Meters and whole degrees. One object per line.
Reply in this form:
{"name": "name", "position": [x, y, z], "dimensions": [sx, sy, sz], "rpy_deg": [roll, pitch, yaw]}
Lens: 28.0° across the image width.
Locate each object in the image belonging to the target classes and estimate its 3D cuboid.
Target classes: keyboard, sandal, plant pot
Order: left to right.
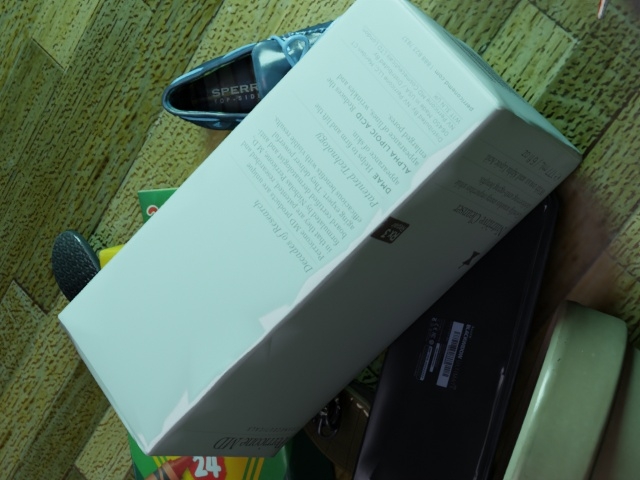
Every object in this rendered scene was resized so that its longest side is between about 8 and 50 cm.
{"name": "sandal", "position": [-0.228, 0.065, 1.381], "dimensions": [0.067, 0.040, 0.179], "rpy_deg": [-26, 101, 39]}
{"name": "keyboard", "position": [0.085, 0.093, 1.120], "dimensions": [0.201, 0.033, 0.317], "rpy_deg": [12, 82, 34]}
{"name": "plant pot", "position": [0.251, 0.208, 1.002], "dimensions": [0.229, 0.263, 0.263], "rpy_deg": [21, 112, 9]}

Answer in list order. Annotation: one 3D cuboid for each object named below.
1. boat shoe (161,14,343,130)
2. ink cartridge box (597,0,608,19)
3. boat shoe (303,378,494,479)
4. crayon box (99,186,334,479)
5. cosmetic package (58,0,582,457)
{"name": "boat shoe", "position": [-0.031, -0.137, 1.176], "dimensions": [0.258, 0.089, 0.109], "rpy_deg": [-16, 92, 34]}
{"name": "ink cartridge box", "position": [0.206, -0.293, 0.882], "dimensions": [0.060, 0.275, 0.239], "rpy_deg": [18, 111, 7]}
{"name": "boat shoe", "position": [0.071, 0.188, 1.194], "dimensions": [0.223, 0.073, 0.080], "rpy_deg": [36, 127, 19]}
{"name": "crayon box", "position": [-0.108, 0.105, 1.284], "dimensions": [0.202, 0.081, 0.319], "rpy_deg": [-4, 98, 33]}
{"name": "cosmetic package", "position": [0.000, 0.000, 1.046], "dimensions": [0.385, 0.217, 0.156], "rpy_deg": [-47, 64, 15]}
